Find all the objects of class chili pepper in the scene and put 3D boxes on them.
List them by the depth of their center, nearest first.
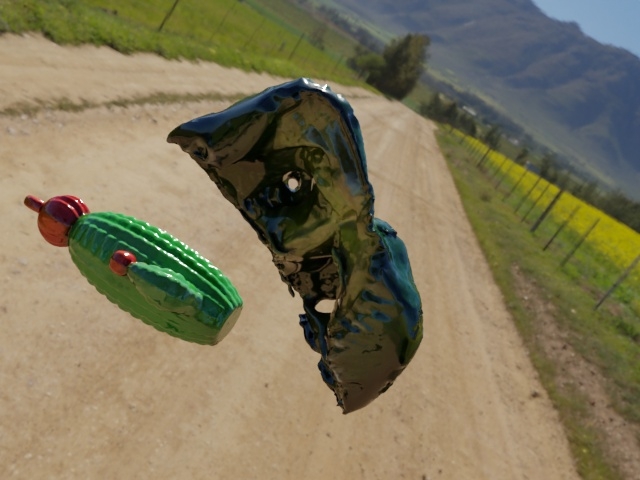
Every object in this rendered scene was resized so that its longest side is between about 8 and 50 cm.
[{"bbox_3d":[0.004,0.001,0.538,0.265,0.148,0.116,65,26,-3],"label":"chili pepper"}]

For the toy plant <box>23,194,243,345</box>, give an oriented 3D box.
[{"bbox_3d":[-0.186,0.026,0.675,0.240,0.088,0.154,26,-7,32],"label":"toy plant"}]
